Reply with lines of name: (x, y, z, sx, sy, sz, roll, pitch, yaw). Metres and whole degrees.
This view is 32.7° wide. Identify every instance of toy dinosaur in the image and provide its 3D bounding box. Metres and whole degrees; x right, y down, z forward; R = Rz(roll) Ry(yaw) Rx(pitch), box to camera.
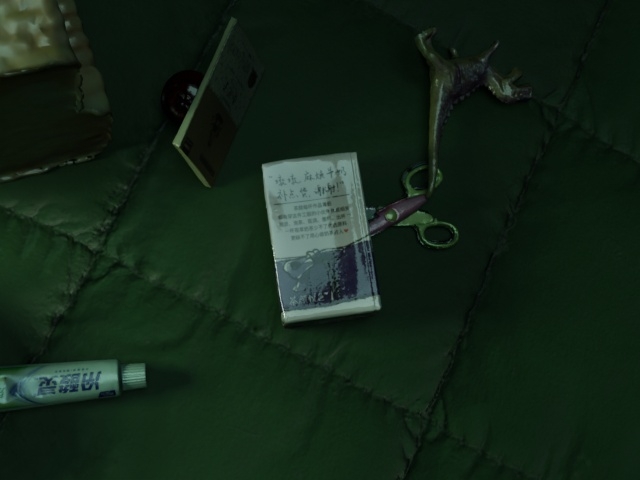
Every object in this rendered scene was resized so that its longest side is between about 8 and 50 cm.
toy dinosaur: (0.193, -0.215, 1.593, 0.251, 0.072, 0.199, -41, 99, -33)

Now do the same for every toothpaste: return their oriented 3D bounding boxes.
toothpaste: (-0.372, 0.186, 1.395, 0.297, 0.048, 0.074, -4, 79, -10)

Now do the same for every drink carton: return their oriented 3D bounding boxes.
drink carton: (-0.001, -0.001, 1.480, 0.134, 0.102, 0.222, -8, 81, -2)

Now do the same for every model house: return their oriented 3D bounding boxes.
model house: (-0.473, -0.285, 1.260, 0.395, 0.445, 0.399, -12, 84, -13)

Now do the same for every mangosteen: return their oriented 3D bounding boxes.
mangosteen: (-0.180, -0.195, 1.503, 0.081, 0.081, 0.080, 3, 78, -13)

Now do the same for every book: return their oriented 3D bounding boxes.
book: (-0.135, -0.185, 1.482, 0.016, 0.138, 0.198, 17, 74, 19)

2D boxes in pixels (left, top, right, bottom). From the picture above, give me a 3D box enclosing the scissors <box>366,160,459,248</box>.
scissors: (0.101, -0.037, 1.563, 0.187, 0.020, 0.133, -14, 80, -14)
